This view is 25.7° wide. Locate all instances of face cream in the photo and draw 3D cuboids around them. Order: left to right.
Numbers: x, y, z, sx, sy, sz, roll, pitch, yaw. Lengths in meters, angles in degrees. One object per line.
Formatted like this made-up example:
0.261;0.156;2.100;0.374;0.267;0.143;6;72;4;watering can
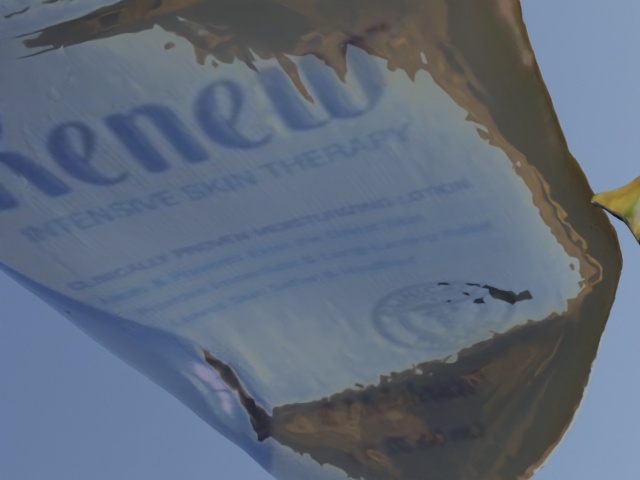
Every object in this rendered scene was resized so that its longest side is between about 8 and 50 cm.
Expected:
0.000;0.000;0.554;0.420;0.235;0.137;51;-149;-55;face cream

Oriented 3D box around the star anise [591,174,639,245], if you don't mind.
0.132;-0.004;0.316;0.056;0.129;0.124;-54;-12;-22;star anise
